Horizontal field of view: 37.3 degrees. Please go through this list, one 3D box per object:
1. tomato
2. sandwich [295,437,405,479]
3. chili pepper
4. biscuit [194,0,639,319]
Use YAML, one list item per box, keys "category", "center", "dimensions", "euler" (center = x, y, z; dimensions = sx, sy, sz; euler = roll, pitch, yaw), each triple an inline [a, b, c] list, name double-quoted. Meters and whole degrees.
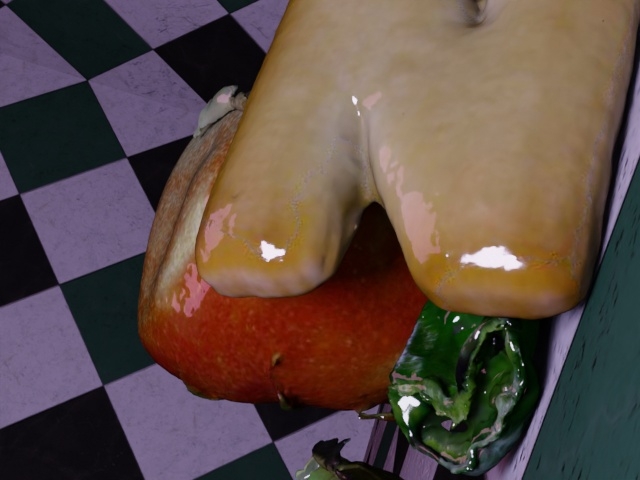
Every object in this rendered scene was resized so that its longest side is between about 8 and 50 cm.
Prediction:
- category: "tomato"
  center: [0.000, 0.000, 0.743]
  dimensions: [0.303, 0.303, 0.239]
  euler: [-37, -48, -83]
- category: "sandwich"
  center: [-0.028, 0.271, 0.460]
  dimensions: [0.301, 0.162, 0.250]
  euler: [-43, 12, 4]
- category: "chili pepper"
  center: [0.106, 0.039, 0.568]
  dimensions: [0.108, 0.062, 0.216]
  euler: [-43, 16, 43]
- category: "biscuit"
  center: [0.061, -0.091, 0.559]
  dimensions: [0.062, 0.236, 0.291]
  euler: [54, -132, -49]
